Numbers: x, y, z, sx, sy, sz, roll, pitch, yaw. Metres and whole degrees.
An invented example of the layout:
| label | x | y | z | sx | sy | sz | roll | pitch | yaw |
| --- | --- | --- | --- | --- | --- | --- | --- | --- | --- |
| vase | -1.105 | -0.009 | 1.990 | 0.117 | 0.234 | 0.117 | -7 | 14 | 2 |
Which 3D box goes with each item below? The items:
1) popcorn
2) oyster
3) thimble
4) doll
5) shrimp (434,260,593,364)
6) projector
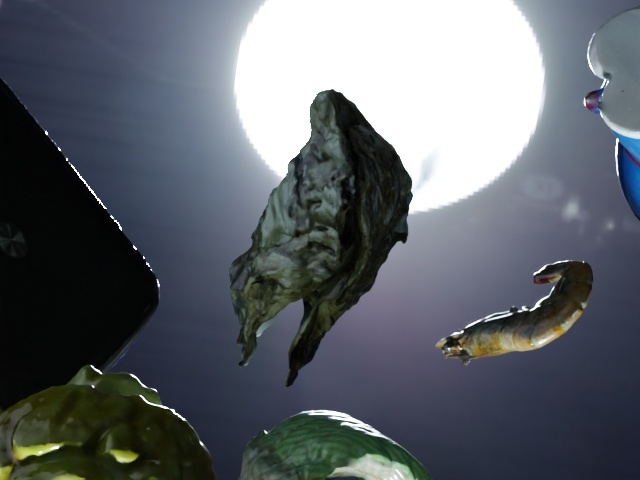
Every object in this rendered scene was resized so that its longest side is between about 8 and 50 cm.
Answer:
| label | x | y | z | sx | sy | sz | roll | pitch | yaw |
| --- | --- | --- | --- | --- | --- | --- | --- | --- | --- |
| popcorn | -0.181 | 0.217 | 1.183 | 0.184 | 0.204 | 0.221 | -68 | -176 | -59 |
| oyster | 0.001 | -0.001 | 1.374 | 0.351 | 0.158 | 0.162 | 103 | -6 | -48 |
| thimble | 0.009 | 0.300 | 1.670 | 0.150 | 0.219 | 0.219 | 23 | -73 | 57 |
| doll | 0.330 | -0.103 | 1.335 | 0.257 | 0.161 | 0.215 | 37 | 51 | -54 |
| shrimp | 0.286 | 0.104 | 2.178 | 0.296 | 0.058 | 0.169 | -19 | -150 | 52 |
| projector | -0.438 | 0.050 | 1.757 | 0.242 | 0.395 | 0.405 | -33 | -169 | 30 |
